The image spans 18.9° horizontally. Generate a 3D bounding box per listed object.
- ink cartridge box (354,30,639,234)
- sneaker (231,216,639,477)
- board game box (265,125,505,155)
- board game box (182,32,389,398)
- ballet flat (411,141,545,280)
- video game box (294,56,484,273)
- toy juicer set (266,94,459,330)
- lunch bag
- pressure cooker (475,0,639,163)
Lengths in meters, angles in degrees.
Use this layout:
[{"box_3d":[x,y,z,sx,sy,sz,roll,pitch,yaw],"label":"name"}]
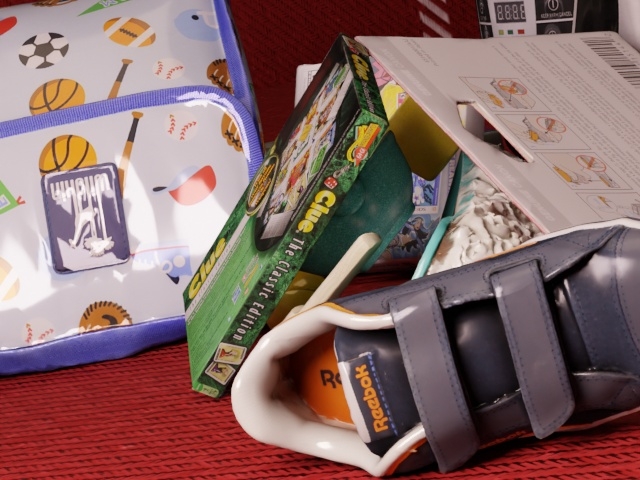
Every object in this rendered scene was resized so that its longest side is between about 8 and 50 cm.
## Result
[{"box_3d":[0.195,-0.061,1.453,0.261,0.066,0.296,-4,36,-29],"label":"ink cartridge box"},{"box_3d":[0.092,0.074,1.176,0.321,0.126,0.127,-18,2,30],"label":"sneaker"},{"box_3d":[0.058,-0.062,2.010,0.224,0.098,0.303,-13,11,-7],"label":"board game box"},{"box_3d":[-0.031,-0.019,1.447,0.030,0.260,0.136,22,26,-22],"label":"board game box"},{"box_3d":[0.140,0.025,1.446,0.147,0.147,0.409,-10,12,10],"label":"ballet flat"},{"box_3d":[0.060,-0.072,1.781,0.187,0.205,0.048,-5,-16,33],"label":"video game box"},{"box_3d":[0.000,0.000,1.511,0.209,0.089,0.329,-52,0,26],"label":"toy juicer set"},{"box_3d":[-0.205,-0.054,1.747,0.327,0.239,0.385,-11,47,0],"label":"lunch bag"},{"box_3d":[0.334,-0.247,1.800,0.369,0.420,0.375,-7,12,17],"label":"pressure cooker"}]
